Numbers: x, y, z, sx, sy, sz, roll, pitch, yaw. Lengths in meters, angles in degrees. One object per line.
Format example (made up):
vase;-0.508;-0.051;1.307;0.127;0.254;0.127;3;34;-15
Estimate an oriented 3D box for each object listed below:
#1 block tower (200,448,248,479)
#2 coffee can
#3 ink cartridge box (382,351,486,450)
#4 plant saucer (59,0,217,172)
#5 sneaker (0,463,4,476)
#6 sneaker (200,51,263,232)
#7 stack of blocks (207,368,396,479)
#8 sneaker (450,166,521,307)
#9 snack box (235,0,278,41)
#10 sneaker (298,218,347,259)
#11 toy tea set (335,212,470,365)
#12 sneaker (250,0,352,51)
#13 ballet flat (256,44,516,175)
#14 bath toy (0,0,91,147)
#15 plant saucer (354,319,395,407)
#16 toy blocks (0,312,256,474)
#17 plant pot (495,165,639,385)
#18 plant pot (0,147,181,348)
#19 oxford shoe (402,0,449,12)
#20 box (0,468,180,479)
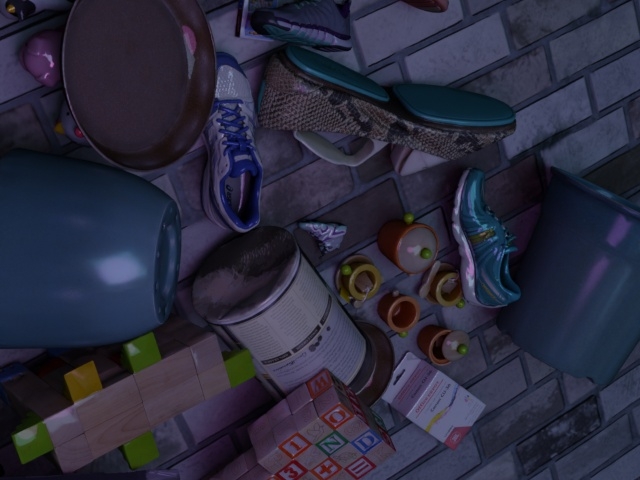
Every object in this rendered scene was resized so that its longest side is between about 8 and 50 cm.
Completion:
block tower;-0.086;0.417;1.919;0.335;0.091;0.097;-35;119;-7
coffee can;-0.061;0.139;1.788;0.201;0.201;0.275;-44;128;-11
ink cartridge box;0.220;0.317;2.092;0.198;0.067;0.115;37;86;-31
plant saucer;-0.273;-0.257;1.566;0.310;0.050;0.310;-12;105;-52
sneaker;-0.554;0.426;1.705;0.075;0.063;0.170;12;98;-31
sneaker;-0.136;-0.157;1.725;0.112;0.131;0.296;-13;109;-23
stack of blocks;-0.046;0.368;1.768;0.297;0.087;0.171;-38;125;10
sneaker;0.320;-0.008;2.004;0.107;0.110;0.275;-28;109;-55
snack box;-0.097;-0.418;1.731;0.064;0.022;0.178;1;104;-31
sneaker;0.000;0.000;1.897;0.098;0.038;0.069;7;100;-30
toy tea set;0.194;0.104;1.982;0.336;0.124;0.200;41;83;-31
sneaker;-0.031;-0.374;1.739;0.224;0.083;0.098;3;92;-52
ballet flat;0.107;-0.205;1.848;0.483;0.164;0.182;9;122;-26
bath toy;-0.383;-0.293;1.553;0.151;0.129;0.348;-10;112;10
plant saucer;0.048;0.240;1.995;0.199;0.036;0.198;-8;107;-27
toy blocks;-0.335;0.217;1.664;0.381;0.261;0.190;-25;113;-28
plant pot;0.526;0.077;2.057;0.341;0.341;0.334;20;102;-31
plant pot;-0.332;0.020;1.526;0.235;0.293;0.293;4;105;4
oxford shoe;0.099;-0.533;1.741;0.397;0.140;0.146;39;77;-33
box;-0.431;0.467;1.621;0.318;0.097;0.395;5;145;-36
